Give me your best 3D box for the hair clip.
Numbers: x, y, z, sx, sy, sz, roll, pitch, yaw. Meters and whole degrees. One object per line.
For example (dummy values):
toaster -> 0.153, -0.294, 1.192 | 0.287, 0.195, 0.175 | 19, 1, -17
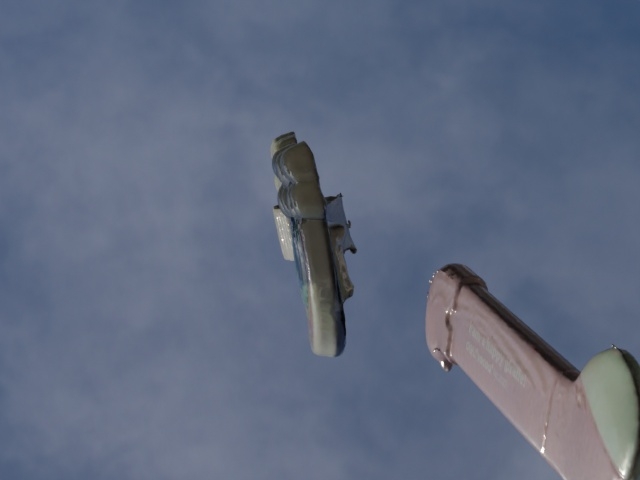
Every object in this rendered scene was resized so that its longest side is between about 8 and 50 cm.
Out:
hair clip -> 0.000, 0.000, 0.872 | 0.054, 0.220, 0.140 | -9, -82, -2

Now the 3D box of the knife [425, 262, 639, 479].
knife -> 0.148, 0.094, 1.004 | 0.038, 0.132, 0.398 | 6, -168, -16
